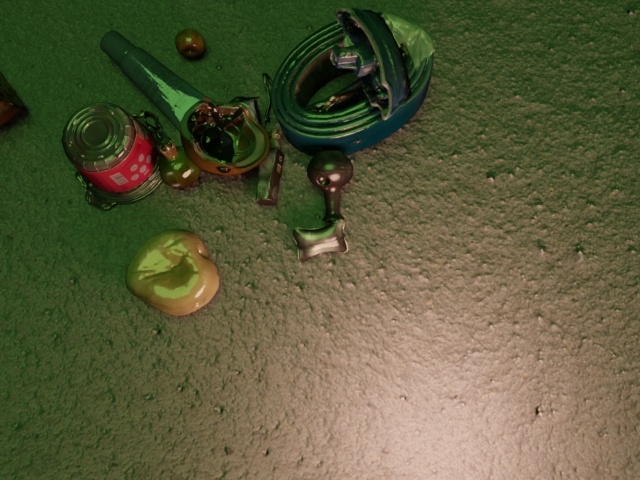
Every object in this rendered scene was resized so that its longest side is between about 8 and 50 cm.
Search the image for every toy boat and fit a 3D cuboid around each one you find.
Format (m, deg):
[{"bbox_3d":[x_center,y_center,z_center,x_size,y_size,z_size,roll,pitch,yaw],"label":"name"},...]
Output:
[{"bbox_3d":[0.102,-0.415,1.236,0.142,0.129,0.309,-20,77,-13],"label":"toy boat"}]

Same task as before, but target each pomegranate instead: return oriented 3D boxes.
[{"bbox_3d":[-0.374,-0.203,1.389,0.114,0.142,0.115,-9,53,12],"label":"pomegranate"}]

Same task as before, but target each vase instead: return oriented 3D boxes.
[{"bbox_3d":[0.028,-0.135,1.368,0.120,0.120,0.183,-4,93,3],"label":"vase"}]

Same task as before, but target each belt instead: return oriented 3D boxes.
[{"bbox_3d":[0.083,-0.405,1.388,0.436,0.173,0.300,-28,78,-3],"label":"belt"}]

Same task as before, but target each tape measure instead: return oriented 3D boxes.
[{"bbox_3d":[-0.191,-0.373,1.469,0.107,0.104,0.180,1,46,19],"label":"tape measure"}]

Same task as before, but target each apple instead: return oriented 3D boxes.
[{"bbox_3d":[-0.367,-0.556,1.503,0.083,0.084,0.071,-2,68,3],"label":"apple"}]

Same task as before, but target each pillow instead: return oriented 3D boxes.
[{"bbox_3d":[0.000,0.001,1.353,0.135,0.055,0.091,-10,87,3],"label":"pillow"}]

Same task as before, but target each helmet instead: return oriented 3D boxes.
[{"bbox_3d":[-0.255,-0.248,1.367,0.224,0.130,0.199,19,63,-22],"label":"helmet"}]

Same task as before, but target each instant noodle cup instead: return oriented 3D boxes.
[{"bbox_3d":[-0.543,-0.241,1.385,0.258,0.181,0.303,15,78,6],"label":"instant noodle cup"}]

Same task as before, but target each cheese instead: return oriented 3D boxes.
[{"bbox_3d":[-0.369,0.075,1.333,0.235,0.117,0.218,7,75,2],"label":"cheese"}]

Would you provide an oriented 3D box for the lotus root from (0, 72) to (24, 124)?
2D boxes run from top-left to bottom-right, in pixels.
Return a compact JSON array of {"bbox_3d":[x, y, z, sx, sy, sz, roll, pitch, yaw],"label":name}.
[{"bbox_3d":[-1.014,-0.417,1.413,0.250,0.316,0.316,-35,77,3],"label":"lotus root"}]

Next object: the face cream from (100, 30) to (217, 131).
[{"bbox_3d":[-0.451,-0.437,1.481,0.385,0.086,0.136,41,85,6],"label":"face cream"}]

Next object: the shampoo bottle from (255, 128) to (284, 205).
[{"bbox_3d":[-0.134,-0.197,1.413,0.063,0.057,0.208,3,75,12],"label":"shampoo bottle"}]
